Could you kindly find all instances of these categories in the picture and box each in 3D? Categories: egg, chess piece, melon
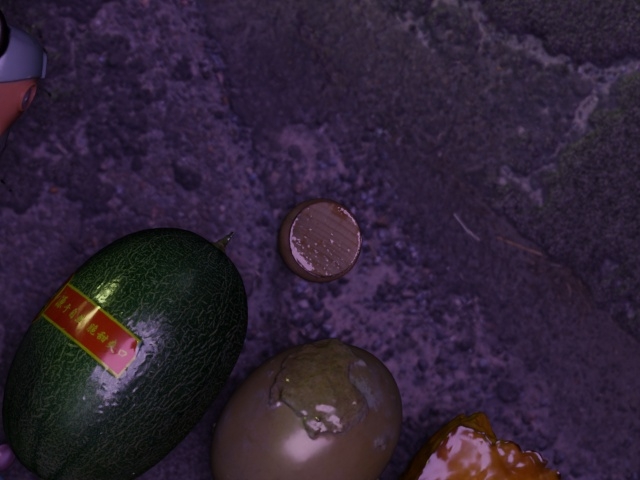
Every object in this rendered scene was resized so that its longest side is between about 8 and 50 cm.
[{"bbox_3d":[-0.013,0.180,1.745,0.201,0.164,0.164,-36,96,-22],"label":"egg"},{"bbox_3d":[0.000,0.000,1.825,0.083,0.038,0.084,1,84,-13],"label":"chess piece"},{"bbox_3d":[-0.172,0.101,1.700,0.182,0.182,0.288,42,76,-9],"label":"melon"}]

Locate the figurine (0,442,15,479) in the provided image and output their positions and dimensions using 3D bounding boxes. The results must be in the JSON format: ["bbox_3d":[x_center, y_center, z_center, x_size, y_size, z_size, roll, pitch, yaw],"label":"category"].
[{"bbox_3d":[-0.358,0.310,1.670,0.205,0.103,0.260,5,89,-40],"label":"figurine"}]

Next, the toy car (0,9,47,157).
[{"bbox_3d":[-0.390,-0.128,1.668,0.270,0.180,0.212,10,94,-13],"label":"toy car"}]

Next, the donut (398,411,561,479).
[{"bbox_3d":[0.230,0.372,1.802,0.435,0.163,0.378,22,83,-14],"label":"donut"}]
